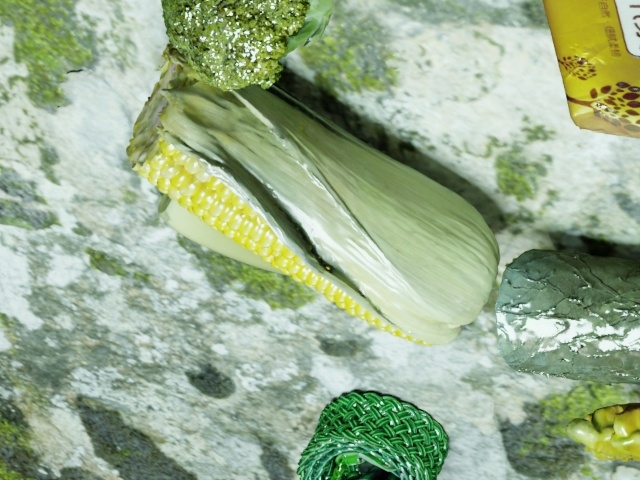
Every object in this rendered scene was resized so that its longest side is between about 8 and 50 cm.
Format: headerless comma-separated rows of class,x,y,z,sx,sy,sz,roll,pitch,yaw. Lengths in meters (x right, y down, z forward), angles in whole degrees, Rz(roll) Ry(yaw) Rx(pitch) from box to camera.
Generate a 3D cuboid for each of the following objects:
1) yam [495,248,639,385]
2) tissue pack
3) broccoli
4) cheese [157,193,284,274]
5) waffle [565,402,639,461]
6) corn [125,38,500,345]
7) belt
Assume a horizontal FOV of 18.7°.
yam,0.231,0.061,1.448,0.183,0.107,0.107,6,141,21
tissue pack,0.224,-0.162,1.174,0.183,0.092,0.226,5,143,24
broccoli,-0.049,-0.163,1.318,0.120,0.130,0.131,-5,123,-30
cheese,0.000,0.000,1.549,0.255,0.050,0.127,27,143,-8
waffle,0.313,0.146,1.471,0.238,0.058,0.243,-8,169,27
corn,-0.005,-0.034,1.431,0.305,0.123,0.122,31,167,-17
belt,0.042,0.206,1.763,0.121,0.079,0.151,34,144,-14
